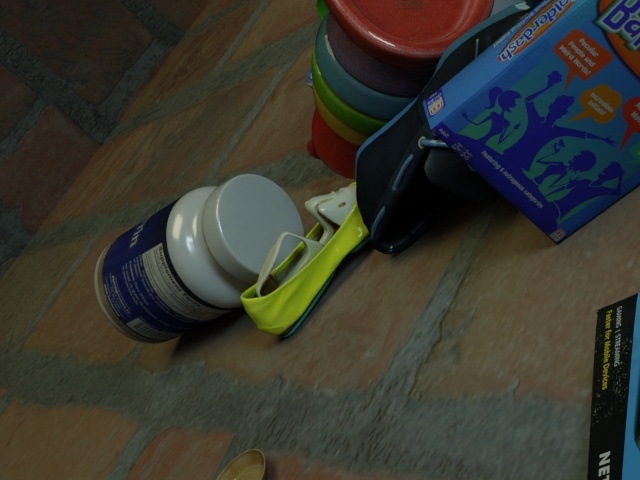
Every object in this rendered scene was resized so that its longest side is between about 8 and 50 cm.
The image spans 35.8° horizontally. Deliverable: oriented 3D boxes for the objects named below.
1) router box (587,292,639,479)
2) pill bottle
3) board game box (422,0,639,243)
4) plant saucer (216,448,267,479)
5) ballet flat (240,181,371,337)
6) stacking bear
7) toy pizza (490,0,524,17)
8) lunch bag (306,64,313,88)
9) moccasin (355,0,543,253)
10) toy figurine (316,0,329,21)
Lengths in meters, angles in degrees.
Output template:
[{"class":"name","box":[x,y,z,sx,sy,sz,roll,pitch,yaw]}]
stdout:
[{"class":"router box","box":[0.215,0.092,0.546,0.133,0.046,0.179,-31,28,38]},{"class":"pill bottle","box":[-0.150,0.023,1.210,0.264,0.153,0.153,-26,32,43]},{"class":"board game box","box":[0.208,-0.112,0.737,0.210,0.160,0.047,-40,30,23]},{"class":"plant saucer","box":[-0.075,0.232,0.911,0.083,0.015,0.083,-41,23,22]},{"class":"ballet flat","box":[0.000,0.000,1.063,0.231,0.077,0.077,-50,21,-3]},{"class":"stacking bear","box":[0.060,-0.169,1.035,0.289,0.175,0.164,111,154,-61]},{"class":"toy pizza","box":[0.200,-0.173,0.982,0.201,0.032,0.201,-34,46,43]},{"class":"lunch bag","box":[0.121,-0.260,1.215,0.303,0.115,0.243,-13,44,55]},{"class":"moccasin","box":[0.144,-0.084,0.889,0.342,0.137,0.117,132,140,-58]},{"class":"toy figurine","box":[0.081,-0.341,1.170,0.159,0.130,0.173,-52,-3,-31]}]
